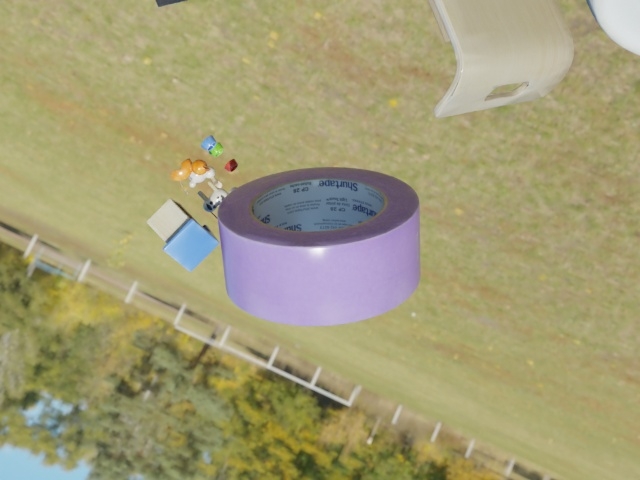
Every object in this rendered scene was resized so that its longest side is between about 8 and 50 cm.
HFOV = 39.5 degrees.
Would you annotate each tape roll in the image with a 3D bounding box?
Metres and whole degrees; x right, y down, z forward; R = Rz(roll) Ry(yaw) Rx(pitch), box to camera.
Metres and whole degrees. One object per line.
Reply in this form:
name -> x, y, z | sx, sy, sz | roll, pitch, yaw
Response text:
tape roll -> 0.000, 0.000, 0.844 | 0.189, 0.080, 0.189 | -4, -155, 2

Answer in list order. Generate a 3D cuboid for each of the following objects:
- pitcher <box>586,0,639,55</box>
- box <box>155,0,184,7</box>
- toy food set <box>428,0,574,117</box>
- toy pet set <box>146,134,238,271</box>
pitcher -> 0.260, -0.212, 0.545 | 0.178, 0.207, 0.125 | 4, 144, 36
box -> -0.047, -0.192, 0.394 | 0.116, 0.029, 0.162 | -8, 126, 16
toy food set -> 0.136, -0.287, 0.945 | 0.220, 0.306, 0.092 | -17, 173, -44
toy pet set -> -0.114, -0.032, 0.890 | 0.065, 0.114, 0.122 | 45, -179, 9
